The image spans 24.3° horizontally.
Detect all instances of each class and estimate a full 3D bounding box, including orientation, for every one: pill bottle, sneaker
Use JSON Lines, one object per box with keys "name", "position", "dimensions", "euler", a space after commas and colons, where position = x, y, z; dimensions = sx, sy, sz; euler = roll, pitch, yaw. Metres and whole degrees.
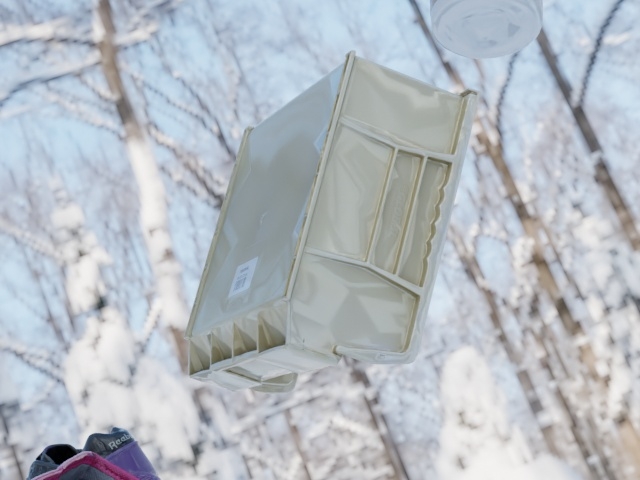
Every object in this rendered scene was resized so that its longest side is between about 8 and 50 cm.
{"name": "pill bottle", "position": [0.098, -0.175, 0.897], "dimensions": [0.067, 0.120, 0.067], "euler": [1, -31, 1]}
{"name": "sneaker", "position": [-0.280, 0.287, 1.616], "dimensions": [0.283, 0.124, 0.107], "euler": [-30, -7, 32]}

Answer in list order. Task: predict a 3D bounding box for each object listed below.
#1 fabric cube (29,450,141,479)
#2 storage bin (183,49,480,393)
{"name": "fabric cube", "position": [-0.126, 0.315, 0.929], "dimensions": [0.258, 0.254, 0.259], "euler": [-59, -2, -2]}
{"name": "storage bin", "position": [0.000, 0.000, 1.303], "dimensions": [0.123, 0.260, 0.262], "euler": [20, -18, -19]}
